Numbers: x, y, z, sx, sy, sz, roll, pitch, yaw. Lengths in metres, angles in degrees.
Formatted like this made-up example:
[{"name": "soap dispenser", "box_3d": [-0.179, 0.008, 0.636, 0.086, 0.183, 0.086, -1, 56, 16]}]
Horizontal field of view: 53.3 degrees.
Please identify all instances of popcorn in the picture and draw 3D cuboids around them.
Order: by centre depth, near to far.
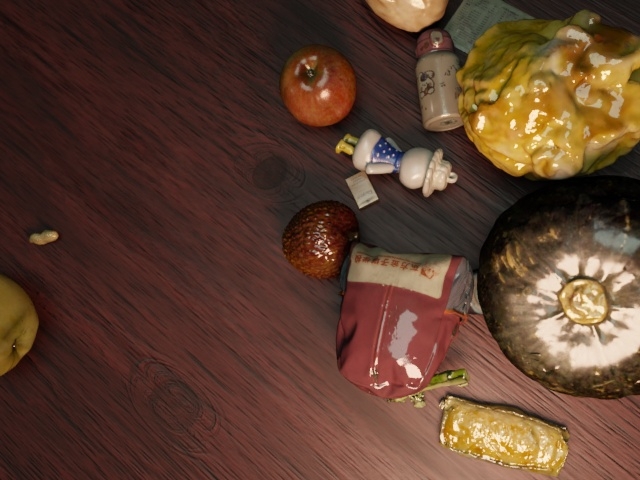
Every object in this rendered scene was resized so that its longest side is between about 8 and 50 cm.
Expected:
[{"name": "popcorn", "box_3d": [0.485, -0.288, 1.345, 0.390, 0.354, 0.344, 21, 83, 55]}]

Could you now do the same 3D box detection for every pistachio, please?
[{"name": "pistachio", "box_3d": [0.189, -0.649, 1.537, 0.193, 0.213, 0.318, -46, 61, 45]}]

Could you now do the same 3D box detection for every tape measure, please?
[{"name": "tape measure", "box_3d": [0.303, 0.118, 1.463, 0.179, 0.104, 0.107, -8, 96, 39]}]

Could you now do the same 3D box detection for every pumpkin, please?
[{"name": "pumpkin", "box_3d": [0.540, 0.089, 1.264, 0.453, 0.344, 0.455, 3, 97, 24]}]

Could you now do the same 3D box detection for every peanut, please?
[{"name": "peanut", "box_3d": [-0.731, -0.008, 1.684, 0.083, 0.037, 0.037, -10, 79, 7]}]

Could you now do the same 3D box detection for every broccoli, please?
[{"name": "broccoli", "box_3d": [0.230, 0.303, 1.391, 0.204, 0.118, 0.123, -11, 73, 35]}]

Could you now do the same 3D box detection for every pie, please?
[{"name": "pie", "box_3d": [0.390, 0.423, 1.384, 0.282, 0.068, 0.129, 11, 83, 17]}]

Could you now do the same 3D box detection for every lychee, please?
[{"name": "lychee", "box_3d": [0.006, -0.001, 1.470, 0.194, 0.194, 0.195, -2, 81, 11]}]

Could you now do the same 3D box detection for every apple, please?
[{"name": "apple", "box_3d": [-0.006, -0.373, 1.530, 0.188, 0.174, 0.188, -2, 79, 13]}, {"name": "apple", "box_3d": [-0.836, 0.207, 1.564, 0.262, 0.262, 0.263, -2, 81, 11]}]

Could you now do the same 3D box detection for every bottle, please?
[{"name": "bottle", "box_3d": [0.282, -0.384, 1.509, 0.109, 0.110, 0.234, -7, 80, 10]}]

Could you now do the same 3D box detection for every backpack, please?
[{"name": "backpack", "box_3d": [0.163, 0.173, 1.339, 0.283, 0.197, 0.318, 6, 71, 27]}]

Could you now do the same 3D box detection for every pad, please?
[{"name": "pad", "box_3d": [0.440, -0.497, 1.548, 0.265, 0.009, 0.160, 34, 89, 14]}]

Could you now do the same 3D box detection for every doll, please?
[{"name": "doll", "box_3d": [0.180, -0.186, 1.499, 0.293, 0.119, 0.138, 19, 44, 17]}]

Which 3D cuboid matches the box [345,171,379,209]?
[{"name": "box", "box_3d": [0.101, -0.122, 1.546, 0.053, 0.024, 0.083, -26, 79, 7]}]
